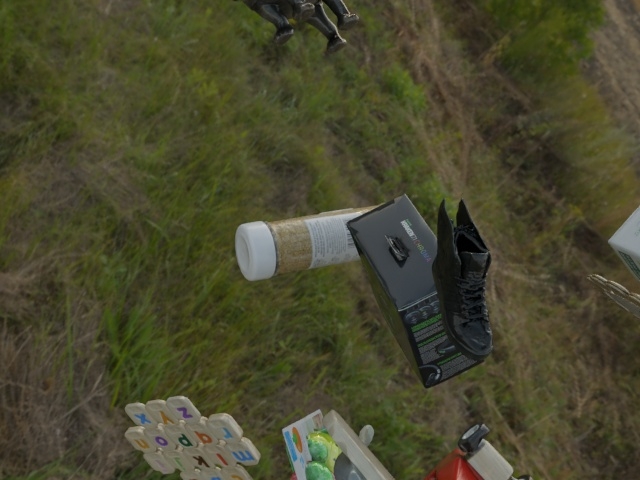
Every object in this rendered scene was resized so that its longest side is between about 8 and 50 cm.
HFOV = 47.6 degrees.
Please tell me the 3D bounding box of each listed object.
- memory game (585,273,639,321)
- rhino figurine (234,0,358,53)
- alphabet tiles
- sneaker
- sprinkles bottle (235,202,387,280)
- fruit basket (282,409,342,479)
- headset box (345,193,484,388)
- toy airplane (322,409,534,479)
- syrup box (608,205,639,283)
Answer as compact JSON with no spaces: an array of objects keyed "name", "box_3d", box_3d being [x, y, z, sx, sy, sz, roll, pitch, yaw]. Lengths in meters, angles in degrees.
[{"name":"memory game","box_3d":[0.482,0.105,1.089,0.186,0.012,0.186,35,2,-1]},{"name":"rhino figurine","box_3d":[-0.048,-0.263,0.752,0.243,0.073,0.106,-12,72,-58]},{"name":"alphabet tiles","box_3d":[-0.266,0.420,1.494,0.278,0.284,0.021,59,33,-25]},{"name":"sneaker","box_3d":[0.164,0.042,0.824,0.051,0.089,0.170,-4,55,-15]},{"name":"sprinkles bottle","box_3d":[0.000,0.000,1.566,0.355,0.121,0.121,-9,58,-24]},{"name":"fruit basket","box_3d":[0.016,0.555,1.633,0.353,0.165,0.327,50,22,-79]},{"name":"headset box","box_3d":[0.177,0.090,1.356,0.283,0.131,0.246,67,-3,-46]},{"name":"toy airplane","box_3d":[0.171,0.466,1.111,0.384,0.272,0.386,30,28,-38]},{"name":"syrup box","box_3d":[0.356,0.030,0.569,0.093,0.096,0.237,42,0,-26]}]
